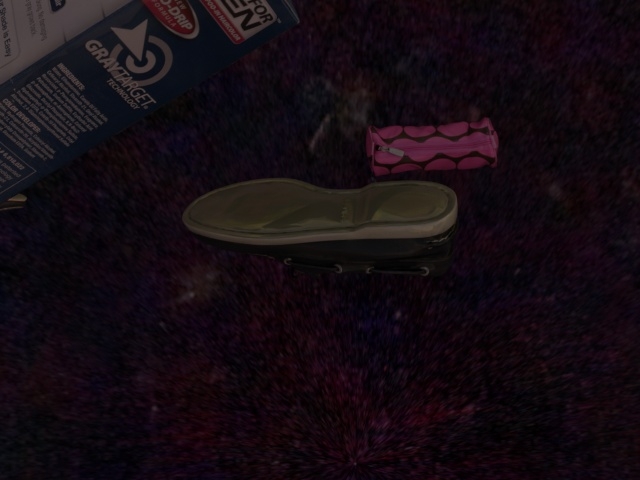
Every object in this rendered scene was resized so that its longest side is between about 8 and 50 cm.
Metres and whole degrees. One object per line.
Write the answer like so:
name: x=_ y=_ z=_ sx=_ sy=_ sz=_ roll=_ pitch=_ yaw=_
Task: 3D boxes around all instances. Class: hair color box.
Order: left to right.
hair color box: x=-0.204 y=-0.168 z=0.909 sx=0.347 sy=0.105 sz=0.174 roll=-29 pitch=49 yaw=11

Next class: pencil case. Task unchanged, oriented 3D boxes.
pencil case: x=0.177 y=-0.146 z=1.762 sx=0.209 sy=0.098 sz=0.095 roll=-6 pitch=81 yaw=2

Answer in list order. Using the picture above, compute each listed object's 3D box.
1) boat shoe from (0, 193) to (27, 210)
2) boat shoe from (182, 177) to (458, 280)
boat shoe: x=-0.525 y=-0.053 z=1.733 sx=0.137 sy=0.049 sz=0.043 roll=-3 pitch=107 yaw=-26
boat shoe: x=0.001 y=-0.003 z=1.348 sx=0.340 sy=0.113 sz=0.127 roll=-3 pitch=38 yaw=14
